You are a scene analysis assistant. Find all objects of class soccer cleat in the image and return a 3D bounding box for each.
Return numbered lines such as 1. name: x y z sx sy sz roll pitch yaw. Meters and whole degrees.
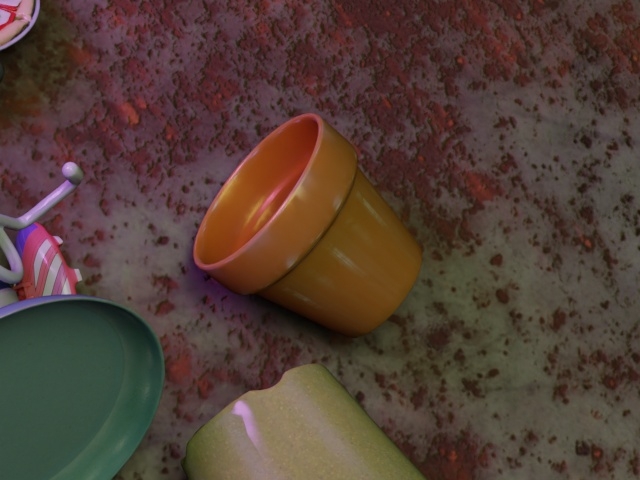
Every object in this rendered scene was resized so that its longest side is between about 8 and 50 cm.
1. soccer cleat: -0.283 0.102 1.904 0.095 0.083 0.248 -16 81 -21

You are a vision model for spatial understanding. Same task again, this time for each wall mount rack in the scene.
1. wall mount rack: -0.361 -0.135 1.728 0.130 0.304 0.350 -39 76 6

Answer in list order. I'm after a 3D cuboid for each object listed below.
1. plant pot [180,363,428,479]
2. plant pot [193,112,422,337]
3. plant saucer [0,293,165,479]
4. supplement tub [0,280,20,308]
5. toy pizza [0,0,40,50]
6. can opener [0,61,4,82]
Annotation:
1. plant pot: -0.002 0.274 1.860 0.276 0.276 0.254 -27 70 -24
2. plant pot: 0.000 0.000 1.978 0.188 0.205 0.205 38 64 -21
3. plant saucer: -0.294 0.171 1.753 0.317 0.318 0.044 -25 49 -24
4. supplement tub: -0.464 0.015 1.789 0.228 0.228 0.316 -36 87 -25
5. toy pizza: -0.399 -0.264 1.964 0.201 0.032 0.201 7 45 -7
6. can opener: -0.473 -0.171 1.918 0.283 0.095 0.076 -4 73 -26
